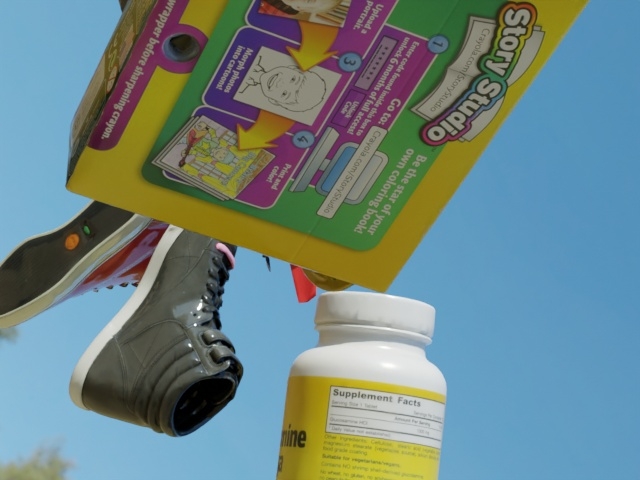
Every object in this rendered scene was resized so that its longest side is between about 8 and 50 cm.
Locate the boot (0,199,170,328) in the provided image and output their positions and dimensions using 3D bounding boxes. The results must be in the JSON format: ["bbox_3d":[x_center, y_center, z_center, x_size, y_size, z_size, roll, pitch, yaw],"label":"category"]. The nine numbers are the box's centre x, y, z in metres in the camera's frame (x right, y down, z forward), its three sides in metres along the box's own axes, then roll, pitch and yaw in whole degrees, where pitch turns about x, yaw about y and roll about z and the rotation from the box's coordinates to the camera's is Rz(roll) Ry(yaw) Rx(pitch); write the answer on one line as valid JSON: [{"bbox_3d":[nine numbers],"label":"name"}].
[{"bbox_3d":[-0.248,0.043,1.680,0.176,0.244,0.088,41,20,-54],"label":"boot"}]

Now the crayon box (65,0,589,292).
[{"bbox_3d":[-0.002,-0.150,1.228,0.363,0.313,0.106,-57,-155,36],"label":"crayon box"}]

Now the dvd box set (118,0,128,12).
[{"bbox_3d":[-0.138,-0.436,2.028,0.420,0.062,0.308,-41,-127,35],"label":"dvd box set"}]

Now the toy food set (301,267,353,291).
[{"bbox_3d":[0.022,-0.051,1.608,0.128,0.071,0.218,-32,-113,45],"label":"toy food set"}]

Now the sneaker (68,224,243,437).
[{"bbox_3d":[-0.117,0.076,1.519,0.147,0.296,0.104,26,-18,27],"label":"sneaker"}]

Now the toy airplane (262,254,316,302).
[{"bbox_3d":[0.000,0.000,1.732,0.151,0.151,0.028,38,-10,37],"label":"toy airplane"}]

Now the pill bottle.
[{"bbox_3d":[0.046,0.235,1.715,0.188,0.188,0.334,-12,-112,60],"label":"pill bottle"}]
